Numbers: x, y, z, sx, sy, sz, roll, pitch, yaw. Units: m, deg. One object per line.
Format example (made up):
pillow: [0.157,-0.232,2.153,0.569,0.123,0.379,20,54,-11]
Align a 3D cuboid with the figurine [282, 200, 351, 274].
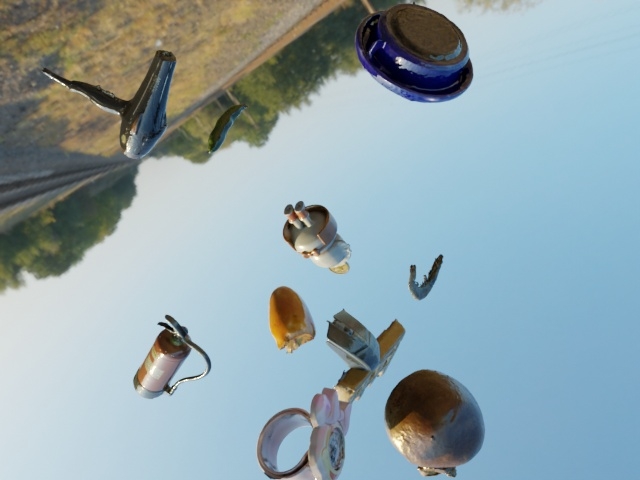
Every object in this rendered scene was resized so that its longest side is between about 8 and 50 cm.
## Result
figurine: [-0.003,0.005,1.652,0.143,0.271,0.143,-21,-152,12]

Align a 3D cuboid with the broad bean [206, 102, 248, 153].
broad bean: [-0.353,-0.421,2.356,0.046,0.065,0.254,-2,-127,55]

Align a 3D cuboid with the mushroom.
mushroom: [0.309,0.498,1.705,0.264,0.283,0.195,-13,-163,-15]

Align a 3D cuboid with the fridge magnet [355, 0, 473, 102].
fridge magnet: [0.201,-0.394,1.336,0.265,0.265,0.112,-45,170,-36]

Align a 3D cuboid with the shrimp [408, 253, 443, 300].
shrimp: [0.353,0.103,2.176,0.035,0.148,0.195,12,-115,47]

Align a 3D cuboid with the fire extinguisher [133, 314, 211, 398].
fire extinguisher: [-0.455,0.376,2.012,0.113,0.200,0.376,-83,-160,-45]

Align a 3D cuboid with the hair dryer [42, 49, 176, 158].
hair dryer: [-0.561,-0.402,1.679,0.120,0.360,0.303,-72,-173,-59]

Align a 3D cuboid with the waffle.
waffle: [0.142,0.445,2.133,0.348,0.078,0.304,-41,160,-37]

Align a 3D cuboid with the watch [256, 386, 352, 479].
watch: [-0.052,0.522,1.696,0.218,0.211,0.248,-6,-126,24]

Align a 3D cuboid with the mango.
mango: [-0.092,0.224,1.902,0.126,0.153,0.252,-26,-145,2]

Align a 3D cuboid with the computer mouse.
computer mouse: [0.107,0.302,1.922,0.071,0.231,0.126,-12,-143,52]
